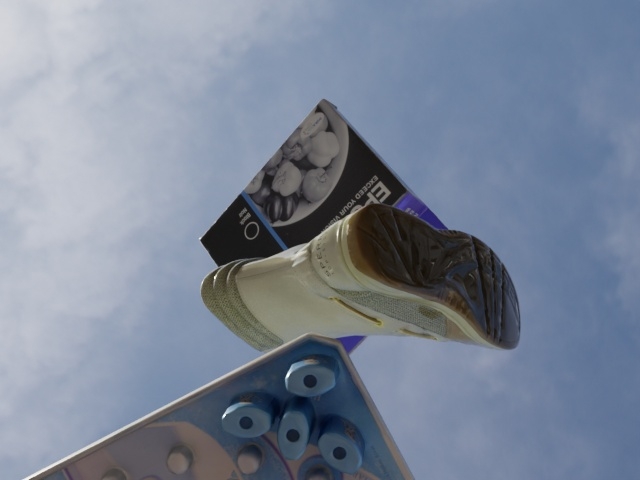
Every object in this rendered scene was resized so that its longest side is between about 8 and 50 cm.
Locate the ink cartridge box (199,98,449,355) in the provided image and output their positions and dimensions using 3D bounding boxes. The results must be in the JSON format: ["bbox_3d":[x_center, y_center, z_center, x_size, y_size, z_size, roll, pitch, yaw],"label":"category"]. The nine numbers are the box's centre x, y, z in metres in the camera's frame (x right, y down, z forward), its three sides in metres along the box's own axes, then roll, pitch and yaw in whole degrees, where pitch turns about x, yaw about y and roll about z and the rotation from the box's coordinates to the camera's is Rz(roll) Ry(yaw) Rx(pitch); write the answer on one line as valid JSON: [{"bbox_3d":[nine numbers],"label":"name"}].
[{"bbox_3d":[0.000,0.000,0.982,0.206,0.045,0.208,-48,-121,13],"label":"ink cartridge box"}]

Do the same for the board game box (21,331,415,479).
[{"bbox_3d":[-0.076,0.310,0.575,0.390,0.050,0.389,-28,-87,4],"label":"board game box"}]

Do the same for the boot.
[{"bbox_3d":[0.036,0.046,0.733,0.165,0.213,0.077,-20,-120,37],"label":"boot"}]
